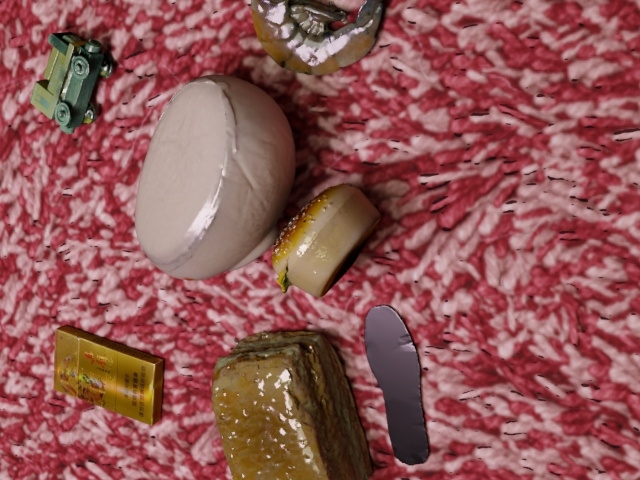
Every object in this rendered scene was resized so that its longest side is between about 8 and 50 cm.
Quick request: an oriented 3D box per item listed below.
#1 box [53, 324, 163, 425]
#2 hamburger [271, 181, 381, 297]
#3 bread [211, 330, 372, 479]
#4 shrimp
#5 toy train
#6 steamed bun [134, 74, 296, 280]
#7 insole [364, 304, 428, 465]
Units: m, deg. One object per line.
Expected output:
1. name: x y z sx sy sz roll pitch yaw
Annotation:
1. box: -0.264 0.166 1.837 0.156 0.022 0.089 18 113 25
2. hamburger: 0.000 0.000 1.573 0.081 0.126 0.141 37 142 6
3. bread: -0.038 0.204 1.671 0.138 0.102 0.196 -11 98 30
4. shrimp: 0.001 -0.271 1.537 0.150 0.051 0.217 20 122 21
5. toy train: -0.290 -0.186 1.732 0.081 0.050 0.122 37 120 27
6. steamed bun: -0.106 -0.062 1.603 0.177 0.131 0.228 44 116 48
7. insole: 0.086 0.161 1.641 0.064 0.004 0.188 -5 103 32
